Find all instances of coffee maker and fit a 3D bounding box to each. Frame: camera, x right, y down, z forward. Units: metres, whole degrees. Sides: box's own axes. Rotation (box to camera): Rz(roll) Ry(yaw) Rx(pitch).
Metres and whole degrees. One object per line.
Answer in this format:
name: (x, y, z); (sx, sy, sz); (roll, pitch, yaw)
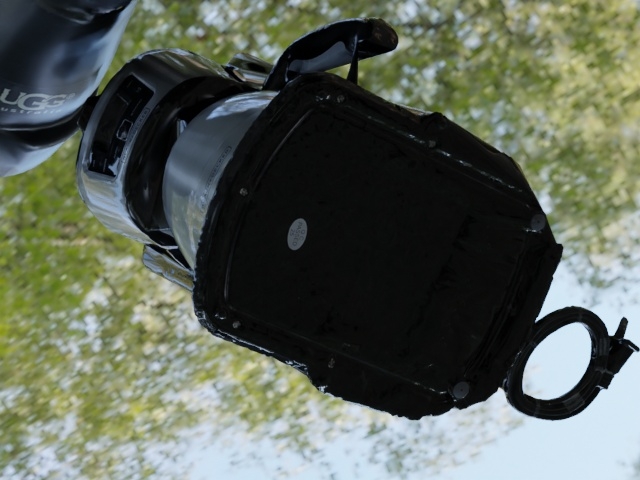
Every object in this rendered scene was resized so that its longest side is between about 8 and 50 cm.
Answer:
coffee maker: (0.000, 0.000, 0.577); (0.120, 0.178, 0.171); (-44, -65, -8)

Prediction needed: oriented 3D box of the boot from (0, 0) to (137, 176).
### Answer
boot: (-0.057, -0.272, 0.545); (0.146, 0.445, 0.367); (-1, -111, -33)
